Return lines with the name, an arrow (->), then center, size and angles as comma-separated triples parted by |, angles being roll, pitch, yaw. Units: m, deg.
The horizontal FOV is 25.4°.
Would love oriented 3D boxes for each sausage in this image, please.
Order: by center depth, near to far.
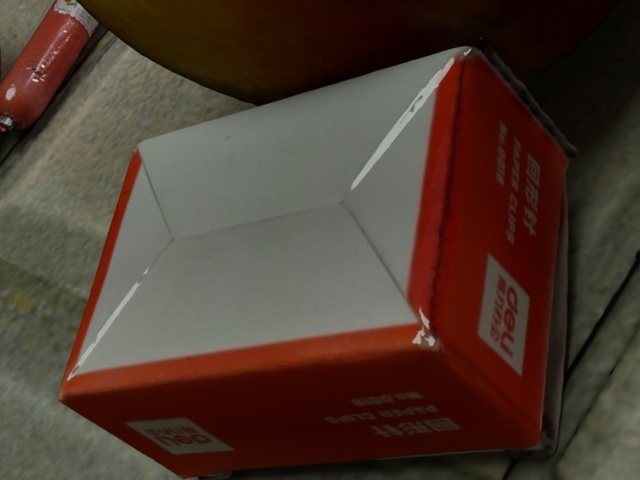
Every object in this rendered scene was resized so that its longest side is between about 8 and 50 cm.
sausage -> -0.145, -0.166, 0.910 | 0.034, 0.034, 0.253 | 1, 56, 39

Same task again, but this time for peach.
peach -> 0.016, -0.199, 0.623 | 0.308, 0.308, 0.332 | -28, 52, 16

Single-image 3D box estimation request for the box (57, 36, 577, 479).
box -> 0.003, 0.017, 0.567 | 0.182, 0.099, 0.133 | -13, 54, 33
